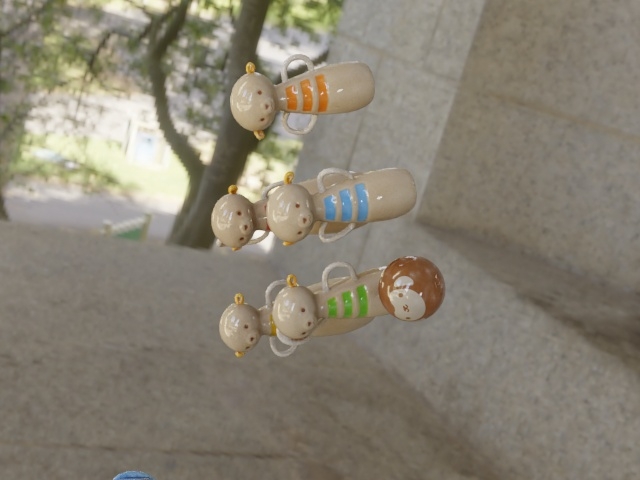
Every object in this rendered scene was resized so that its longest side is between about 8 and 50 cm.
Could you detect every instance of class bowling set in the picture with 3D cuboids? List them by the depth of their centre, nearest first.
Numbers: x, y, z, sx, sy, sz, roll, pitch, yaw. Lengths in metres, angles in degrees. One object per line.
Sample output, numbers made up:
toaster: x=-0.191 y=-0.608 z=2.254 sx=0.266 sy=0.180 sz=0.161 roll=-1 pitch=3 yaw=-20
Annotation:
bowling set: x=0.000 y=0.000 z=0.893 sx=0.154 sy=0.287 sz=0.200 roll=-11 pitch=24 yaw=-17

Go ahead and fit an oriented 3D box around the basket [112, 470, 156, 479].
basket: x=-0.087 y=0.253 z=0.608 sx=0.288 sy=0.255 sz=0.201 roll=-7 pitch=54 yaw=0
